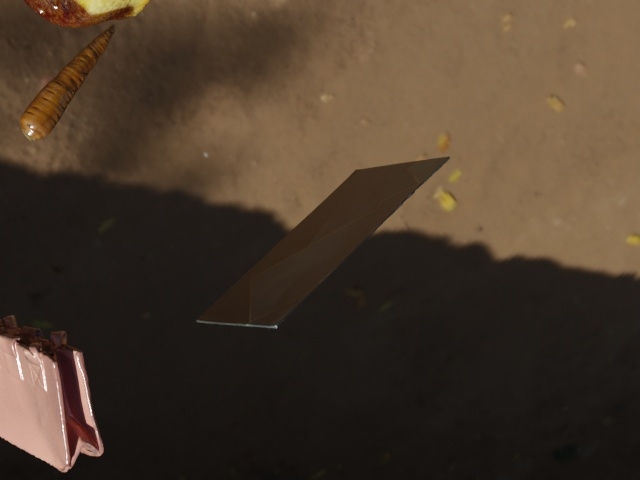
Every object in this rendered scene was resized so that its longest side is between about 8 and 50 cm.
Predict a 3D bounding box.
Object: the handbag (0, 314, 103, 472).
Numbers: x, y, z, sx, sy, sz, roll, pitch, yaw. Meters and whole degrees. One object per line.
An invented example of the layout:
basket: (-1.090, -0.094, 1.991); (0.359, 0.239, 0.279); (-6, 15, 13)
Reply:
handbag: (-0.346, 0.175, 1.385); (0.059, 0.212, 0.157); (-21, 113, -40)

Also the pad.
pad: (0.000, 0.000, 1.080); (0.243, 0.163, 0.004); (-44, 110, -25)

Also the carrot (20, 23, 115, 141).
carrot: (-0.352, -0.228, 1.629); (0.216, 0.048, 0.048); (-57, 145, -21)

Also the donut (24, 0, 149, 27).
donut: (-0.236, -0.276, 1.056); (0.166, 0.184, 0.073); (-19, -164, 49)
